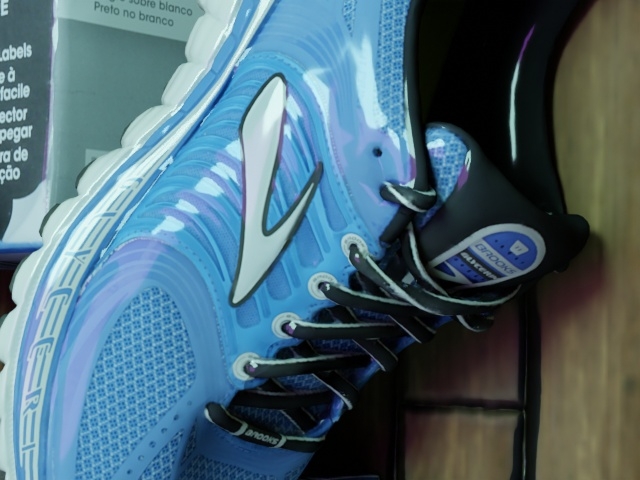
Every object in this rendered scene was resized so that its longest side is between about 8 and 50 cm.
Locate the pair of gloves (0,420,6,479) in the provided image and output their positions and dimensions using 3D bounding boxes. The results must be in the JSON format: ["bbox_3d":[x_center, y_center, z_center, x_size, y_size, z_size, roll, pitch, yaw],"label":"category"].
[{"bbox_3d":[-0.220,0.052,0.716,0.240,0.042,0.204,43,138,16],"label":"pair of gloves"}]

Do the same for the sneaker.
[{"bbox_3d":[0.000,0.000,0.544,0.147,0.130,0.330,26,95,38],"label":"sneaker"}]

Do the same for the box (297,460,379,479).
[{"bbox_3d":[-0.045,0.152,0.653,0.225,0.036,0.136,6,90,47],"label":"box"}]

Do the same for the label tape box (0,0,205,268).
[{"bbox_3d":[-0.149,-0.160,0.736,0.249,0.115,0.348,-2,86,46],"label":"label tape box"}]
